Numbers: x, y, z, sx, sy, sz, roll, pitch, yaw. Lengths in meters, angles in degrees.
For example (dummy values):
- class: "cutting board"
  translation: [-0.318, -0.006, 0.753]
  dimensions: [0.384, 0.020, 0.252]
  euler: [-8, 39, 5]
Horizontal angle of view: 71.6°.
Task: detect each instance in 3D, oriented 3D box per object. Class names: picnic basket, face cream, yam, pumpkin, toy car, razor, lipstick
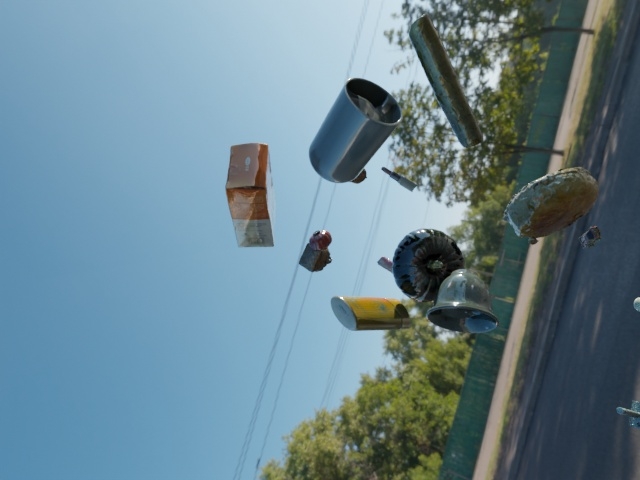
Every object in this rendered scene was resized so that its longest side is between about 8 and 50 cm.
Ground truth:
- class: "picnic basket"
  translation: [-0.014, 0.082, 2.156]
  dimensions: [0.137, 0.128, 0.178]
  euler: [-65, -19, 12]
- class: "face cream"
  translation: [0.171, 0.229, 1.402]
  dimensions: [0.285, 0.139, 0.067]
  euler: [9, -61, -42]
- class: "yam"
  translation: [0.344, -0.426, 1.214]
  dimensions: [0.371, 0.083, 0.083]
  euler: [59, -142, -13]
- class: "pumpkin"
  translation: [0.360, 0.082, 1.470]
  dimensions: [0.216, 0.250, 0.249]
  euler: [115, 172, -82]
- class: "toy car"
  translation: [1.051, -0.013, 1.726]
  dimensions: [0.122, 0.035, 0.059]
  euler: [65, -167, -66]
- class: "razor"
  translation: [1.244, 0.691, 1.781]
  dimensions: [0.232, 0.068, 0.106]
  euler: [24, -102, -33]
- class: "lipstick"
  translation: [0.212, -0.170, 1.214]
  dimensions: [0.025, 0.107, 0.025]
  euler: [-59, -5, 10]

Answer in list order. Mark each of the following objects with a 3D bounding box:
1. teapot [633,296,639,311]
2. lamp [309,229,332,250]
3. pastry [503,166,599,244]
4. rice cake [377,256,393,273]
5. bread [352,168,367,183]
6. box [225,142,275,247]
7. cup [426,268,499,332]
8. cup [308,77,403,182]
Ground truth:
- class: "teapot"
  translation: [1.144, 0.220, 1.383]
  dimensions: [0.149, 0.318, 0.219]
  euler: [-9, -59, -21]
- class: "lamp"
  translation: [0.000, 0.000, 1.994]
  dimensions: [0.092, 0.108, 0.107]
  euler: [61, -140, -21]
- class: "pastry"
  translation: [0.814, -0.126, 1.572]
  dimensions: [0.329, 0.330, 0.136]
  euler: [58, -169, -61]
- class: "rice cake"
  translation: [0.381, 0.152, 2.012]
  dimensions: [0.055, 0.270, 0.049]
  euler: [-60, -5, 0]
- class: "bread"
  translation: [0.144, -0.334, 2.119]
  dimensions: [0.344, 0.084, 0.124]
  euler: [3, -117, -56]
- class: "box"
  translation: [-0.248, -0.158, 1.631]
  dimensions: [0.341, 0.144, 0.224]
  euler: [92, 176, -53]
- class: "cup"
  translation: [0.419, 0.167, 1.300]
  dimensions: [0.199, 0.199, 0.149]
  euler: [67, -148, -56]
- class: "cup"
  translation: [0.096, -0.339, 1.440]
  dimensions: [0.312, 0.205, 0.205]
  euler: [-51, 1, 44]
